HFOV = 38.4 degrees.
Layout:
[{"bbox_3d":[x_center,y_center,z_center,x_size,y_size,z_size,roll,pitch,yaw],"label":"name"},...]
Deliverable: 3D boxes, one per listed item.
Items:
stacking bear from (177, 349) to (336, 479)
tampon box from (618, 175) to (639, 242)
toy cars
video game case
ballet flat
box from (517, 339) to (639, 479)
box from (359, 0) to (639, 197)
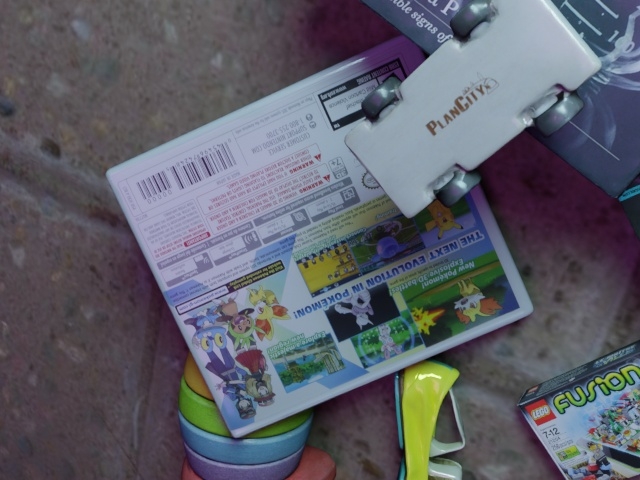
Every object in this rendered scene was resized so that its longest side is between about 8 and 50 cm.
[{"bbox_3d":[-0.078,0.144,1.026,0.176,0.164,0.288,11,110,25],"label":"stacking bear"},{"bbox_3d":[0.338,-0.012,0.758,0.120,0.101,0.161,-24,97,35],"label":"tampon box"},{"bbox_3d":[0.116,-0.195,0.602,0.177,0.087,0.393,17,122,26],"label":"toy cars"},{"bbox_3d":[0.000,0.000,0.906,0.329,0.036,0.299,-24,97,5],"label":"video game case"},{"bbox_3d":[0.117,0.233,0.999,0.077,0.077,0.230,4,110,10],"label":"ballet flat"},{"bbox_3d":[0.306,0.160,0.883,0.207,0.036,0.114,-34,90,34],"label":"box"},{"bbox_3d":[0.197,-0.270,0.682,0.343,0.179,0.312,39,122,7],"label":"box"}]
